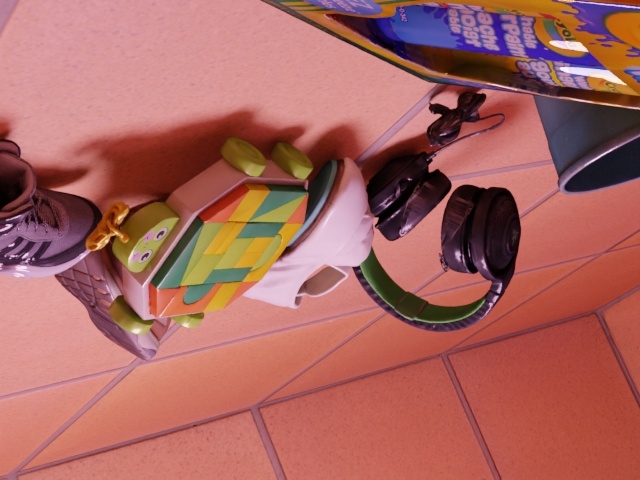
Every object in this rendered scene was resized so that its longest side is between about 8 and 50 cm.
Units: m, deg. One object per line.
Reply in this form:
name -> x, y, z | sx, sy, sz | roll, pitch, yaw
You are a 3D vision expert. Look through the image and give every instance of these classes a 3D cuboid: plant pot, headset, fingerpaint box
plant pot -> 0.322, -0.215, 1.297 | 0.272, 0.255, 0.271 | -19, 168, -4
headset -> 0.157, -0.029, 1.783 | 0.185, 0.243, 0.394 | -44, 155, -49
fingerpaint box -> 0.181, -0.206, 0.973 | 0.371, 0.163, 0.445 | 11, -179, 26

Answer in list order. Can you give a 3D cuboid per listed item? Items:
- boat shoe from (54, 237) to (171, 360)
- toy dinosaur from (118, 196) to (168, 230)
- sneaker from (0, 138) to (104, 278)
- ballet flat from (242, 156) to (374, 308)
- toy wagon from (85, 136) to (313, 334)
boat shoe -> -0.262, 0.047, 1.699 | 0.116, 0.123, 0.324 | -53, 163, -17
toy dinosaur -> -0.176, -0.036, 1.647 | 0.183, 0.053, 0.093 | 4, 166, -44
sneaker -> -0.311, -0.031, 1.333 | 0.269, 0.101, 0.153 | -3, 158, -45
ballet flat -> 0.000, 0.000, 1.799 | 0.139, 0.139, 0.400 | -15, 166, -27
toy wagon -> -0.145, 0.000, 1.529 | 0.267, 0.068, 0.344 | -53, 160, 17
